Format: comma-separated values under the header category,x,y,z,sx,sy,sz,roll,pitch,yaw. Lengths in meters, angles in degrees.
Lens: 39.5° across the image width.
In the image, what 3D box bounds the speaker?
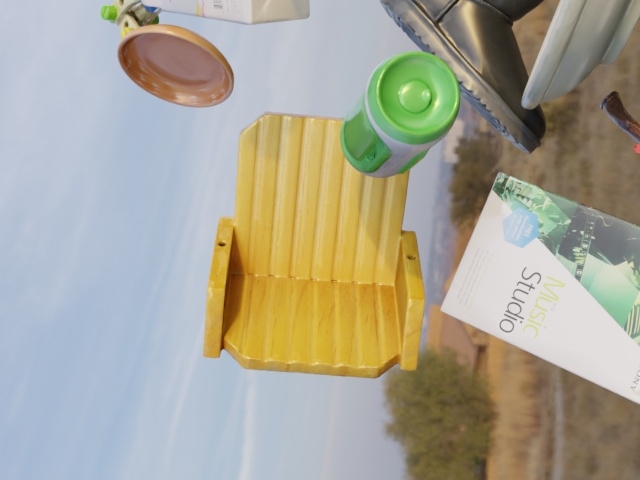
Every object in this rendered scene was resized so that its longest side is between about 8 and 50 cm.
category,x,y,z,sx,sy,sz,roll,pitch,yaw
speaker,0.103,-0.166,1.235,0.296,0.131,0.131,141,137,-82

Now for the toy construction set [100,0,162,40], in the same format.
category,x,y,z,sx,sy,sz,roll,pitch,yaw
toy construction set,-0.367,-0.519,1.678,0.215,0.327,0.151,-42,-10,39

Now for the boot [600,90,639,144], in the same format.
category,x,y,z,sx,sy,sz,roll,pitch,yaw
boot,0.516,-0.189,1.469,0.037,0.114,0.106,-44,-27,14

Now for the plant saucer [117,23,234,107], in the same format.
category,x,y,z,sx,sy,sz,roll,pitch,yaw
plant saucer,-0.238,-0.295,1.488,0.200,0.200,0.037,81,-160,-63

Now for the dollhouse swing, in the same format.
category,x,y,z,sx,sy,sz,roll,pitch,yaw
dollhouse swing,0.000,0.000,1.451,0.315,0.347,0.305,-90,6,-55

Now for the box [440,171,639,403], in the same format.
category,x,y,z,sx,sy,sz,roll,pitch,yaw
box,0.364,0.064,1.300,0.058,0.322,0.232,9,-77,-66

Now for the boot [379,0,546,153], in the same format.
category,x,y,z,sx,sy,sz,roll,pitch,yaw
boot,0.378,-0.416,1.446,0.445,0.367,0.146,-42,-1,7

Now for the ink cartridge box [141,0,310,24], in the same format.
category,x,y,z,sx,sy,sz,roll,pitch,yaw
ink cartridge box,-0.171,-0.474,1.455,0.119,0.353,0.207,-18,-63,-35

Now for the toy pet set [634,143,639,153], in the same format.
category,x,y,z,sx,sy,sz,roll,pitch,yaw
toy pet set,0.564,-0.158,1.370,0.122,0.114,0.065,-58,-21,13

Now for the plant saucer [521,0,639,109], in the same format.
category,x,y,z,sx,sy,sz,roll,pitch,yaw
plant saucer,0.392,-0.355,1.213,0.400,0.101,0.400,23,-90,-82
